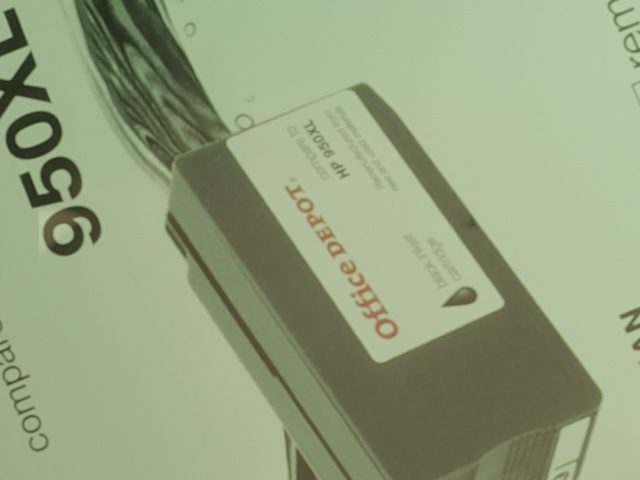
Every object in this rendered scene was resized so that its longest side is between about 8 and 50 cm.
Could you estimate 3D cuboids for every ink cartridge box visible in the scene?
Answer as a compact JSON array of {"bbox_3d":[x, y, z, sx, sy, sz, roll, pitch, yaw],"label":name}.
[{"bbox_3d":[0.000,0.000,0.671,0.395,0.166,0.285,-23,87,1],"label":"ink cartridge box"}]
